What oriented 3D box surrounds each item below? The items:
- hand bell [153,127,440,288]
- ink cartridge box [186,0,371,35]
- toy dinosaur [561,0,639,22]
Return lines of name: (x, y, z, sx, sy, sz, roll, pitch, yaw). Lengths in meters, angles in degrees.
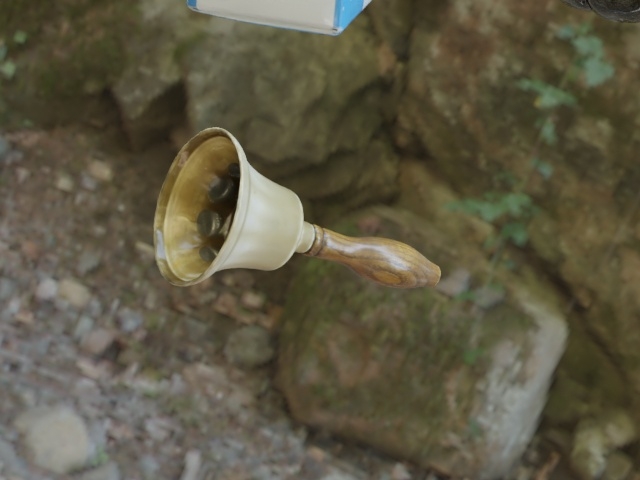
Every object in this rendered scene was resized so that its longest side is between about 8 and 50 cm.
hand bell: (0.000, 0.000, 1.231, 0.242, 0.126, 0.126, 15, 24, -34)
ink cartridge box: (0.003, -0.195, 0.752, 0.082, 0.140, 0.191, 10, 24, 10)
toy dinosaur: (0.202, -0.206, 1.073, 0.313, 0.121, 0.160, 14, -29, 35)
